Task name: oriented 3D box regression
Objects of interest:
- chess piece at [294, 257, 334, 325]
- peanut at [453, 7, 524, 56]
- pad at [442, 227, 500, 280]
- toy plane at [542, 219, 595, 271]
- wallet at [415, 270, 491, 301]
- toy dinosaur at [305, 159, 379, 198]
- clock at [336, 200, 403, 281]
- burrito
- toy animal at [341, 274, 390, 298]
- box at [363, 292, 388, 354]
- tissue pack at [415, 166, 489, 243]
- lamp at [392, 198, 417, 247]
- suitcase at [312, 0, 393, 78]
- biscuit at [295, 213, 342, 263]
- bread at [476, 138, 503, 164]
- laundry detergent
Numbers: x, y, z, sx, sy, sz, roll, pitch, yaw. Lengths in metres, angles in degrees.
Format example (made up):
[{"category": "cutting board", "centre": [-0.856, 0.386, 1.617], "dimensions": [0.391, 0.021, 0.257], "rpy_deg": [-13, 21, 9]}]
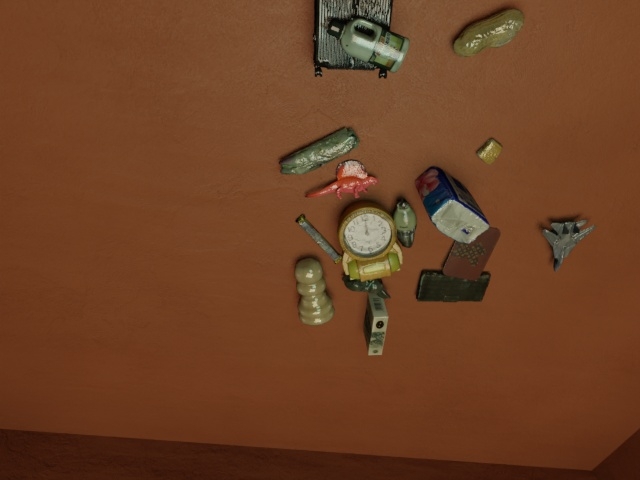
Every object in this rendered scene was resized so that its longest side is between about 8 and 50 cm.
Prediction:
[{"category": "chess piece", "centre": [-0.040, 0.212, 1.883], "dimensions": [0.167, 0.167, 0.299], "rpy_deg": [-8, 119, 4]}, {"category": "peanut", "centre": [0.517, -0.637, 1.315], "dimensions": [0.215, 0.090, 0.098], "rpy_deg": [-18, 154, 12]}, {"category": "pad", "centre": [0.652, 0.053, 1.846], "dimensions": [0.181, 0.004, 0.266], "rpy_deg": [11, 116, -8]}, {"category": "toy plane", "centre": [1.029, 0.024, 1.820], "dimensions": [0.213, 0.088, 0.267], "rpy_deg": [-6, 134, 3]}, {"category": "wallet", "centre": [0.606, 0.211, 1.959], "dimensions": [0.318, 0.044, 0.168], "rpy_deg": [1, 122, -5]}, {"category": "toy dinosaur", "centre": [0.077, -0.233, 1.614], "dimensions": [0.287, 0.070, 0.138], "rpy_deg": [-3, 116, 4]}, {"category": "clock", "centre": [0.188, -0.006, 1.703], "dimensions": [0.245, 0.200, 0.316], "rpy_deg": [-14, 117, 3]}, {"category": "burrito", "centre": [-0.006, -0.310, 1.544], "dimensions": [0.310, 0.066, 0.096], "rpy_deg": [-22, 119, 13]}, {"category": "toy animal", "centre": [0.214, 0.189, 1.906], "dimensions": [0.237, 0.107, 0.138], "rpy_deg": [20, 162, -36]}, {"category": "box", "centre": [0.255, 0.391, 2.001], "dimensions": [0.069, 0.164, 0.256], "rpy_deg": [-1, 126, -4]}, {"category": "tissue pack", "centre": [0.474, -0.131, 1.566], "dimensions": [0.209, 0.269, 0.137], "rpy_deg": [28, 119, -21]}, {"category": "lamp", "centre": [0.342, -0.063, 1.716], "dimensions": [0.101, 0.101, 0.250], "rpy_deg": [-11, 128, 6]}, {"category": "suitcase", "centre": [0.094, -0.662, 1.240], "dimensions": [0.230, 0.152, 0.334], "rpy_deg": [0, 126, -3]}, {"category": "biscuit", "centre": [0.000, 0.000, 1.793], "dimensions": [0.048, 0.026, 0.292], "rpy_deg": [-34, 121, 16]}, {"category": "bread", "centre": [0.626, -0.330, 1.574], "dimensions": [0.070, 0.035, 0.083], "rpy_deg": [27, 114, -20]}, {"category": "laundry detergent", "centre": [0.128, -0.554, 1.187], "dimensions": [0.226, 0.070, 0.099], "rpy_deg": [17, 129, -13]}]
